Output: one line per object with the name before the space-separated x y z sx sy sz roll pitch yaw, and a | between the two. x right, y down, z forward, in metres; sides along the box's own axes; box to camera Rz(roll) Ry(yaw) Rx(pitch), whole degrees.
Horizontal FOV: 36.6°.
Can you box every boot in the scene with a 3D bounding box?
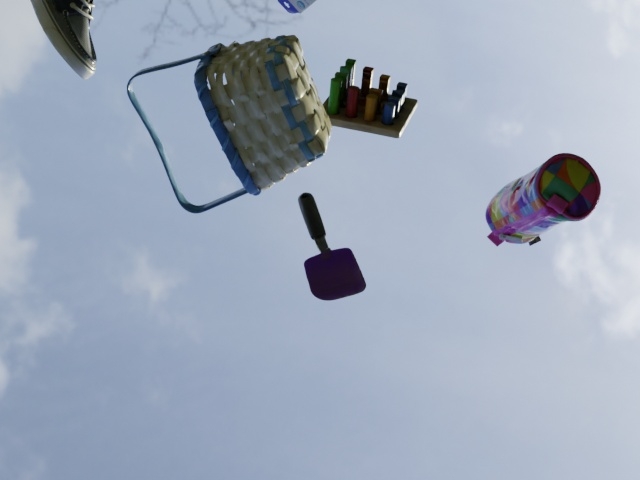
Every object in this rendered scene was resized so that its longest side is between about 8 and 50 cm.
boot | -0.295 -0.290 1.160 0.086 0.069 0.190 -32 -105 7

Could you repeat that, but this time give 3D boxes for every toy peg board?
toy peg board | 0.089 -0.268 1.782 0.160 0.079 0.161 12 -147 12

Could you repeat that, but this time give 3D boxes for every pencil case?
pencil case | 0.318 -0.053 1.409 0.104 0.236 0.105 2 -102 -8

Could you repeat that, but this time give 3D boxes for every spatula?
spatula | 0.000 0.000 1.566 0.084 0.030 0.296 -16 -147 -4

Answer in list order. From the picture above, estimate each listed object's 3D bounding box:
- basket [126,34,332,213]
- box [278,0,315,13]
basket | -0.139 -0.188 1.561 0.288 0.255 0.201 -17 -155 12
box | -0.024 -0.509 1.910 0.081 0.136 0.028 39 -160 -50
